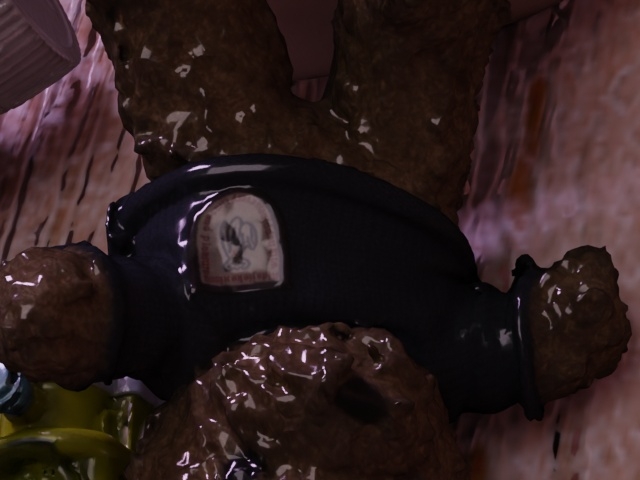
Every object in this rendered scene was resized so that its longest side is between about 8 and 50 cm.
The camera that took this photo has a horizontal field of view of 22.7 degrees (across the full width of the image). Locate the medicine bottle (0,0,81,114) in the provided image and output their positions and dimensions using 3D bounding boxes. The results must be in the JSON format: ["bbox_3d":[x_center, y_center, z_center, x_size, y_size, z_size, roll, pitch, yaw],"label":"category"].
[{"bbox_3d":[-0.191,-0.051,0.594,0.188,0.132,0.088,-32,50,7],"label":"medicine bottle"}]

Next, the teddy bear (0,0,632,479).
[{"bbox_3d":[-0.001,0.003,0.461,0.181,0.129,0.251,1,75,-1],"label":"teddy bear"}]

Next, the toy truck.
[{"bbox_3d":[-0.083,0.080,0.487,0.076,0.077,0.111,-16,54,20],"label":"toy truck"}]

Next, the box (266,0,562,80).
[{"bbox_3d":[0.021,-0.131,0.553,0.200,0.088,0.146,-12,57,21],"label":"box"}]
